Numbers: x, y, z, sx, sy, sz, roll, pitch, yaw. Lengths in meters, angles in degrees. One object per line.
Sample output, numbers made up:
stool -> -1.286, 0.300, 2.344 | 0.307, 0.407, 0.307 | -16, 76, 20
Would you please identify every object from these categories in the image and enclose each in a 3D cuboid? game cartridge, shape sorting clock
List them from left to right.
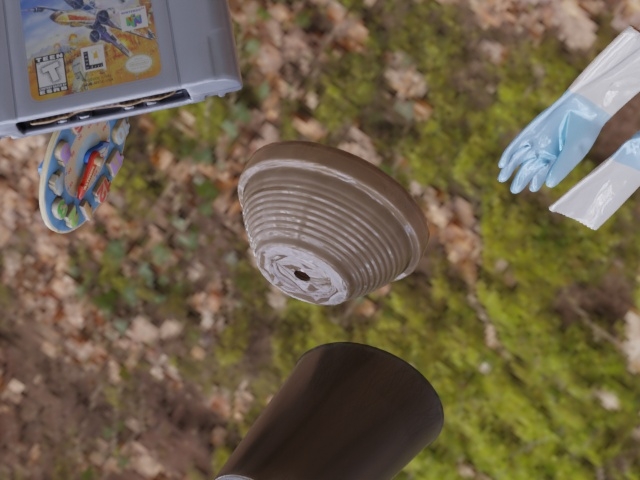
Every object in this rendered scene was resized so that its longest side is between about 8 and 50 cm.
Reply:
shape sorting clock -> -0.291, -0.106, 1.737 | 0.040, 0.206, 0.206 | 22, 178, 10
game cartridge -> -0.243, -0.224, 1.486 | 0.062, 0.297, 0.198 | 69, -171, -76

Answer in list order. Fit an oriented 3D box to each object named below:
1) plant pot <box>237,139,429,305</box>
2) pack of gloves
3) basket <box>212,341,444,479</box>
plant pot -> 0.000, 0.000, 1.623 | 0.237, 0.109, 0.237 | 18, 150, 11
pack of gloves -> 0.317, -0.101, 1.483 | 0.195, 0.232, 0.046 | 22, -144, -34
basket -> -0.006, 0.235, 1.496 | 0.204, 0.227, 0.154 | -3, 118, 37
